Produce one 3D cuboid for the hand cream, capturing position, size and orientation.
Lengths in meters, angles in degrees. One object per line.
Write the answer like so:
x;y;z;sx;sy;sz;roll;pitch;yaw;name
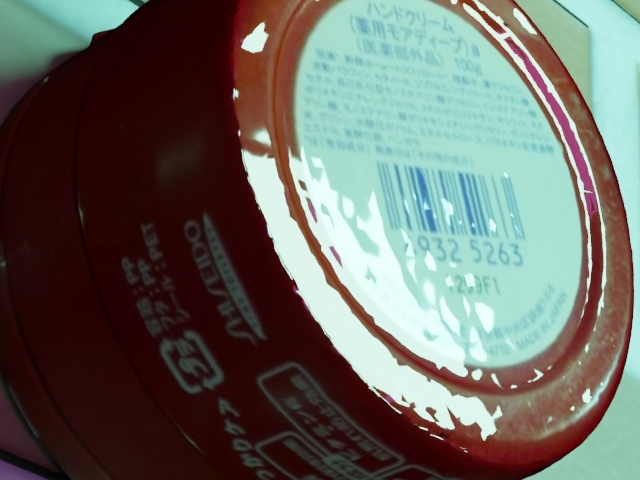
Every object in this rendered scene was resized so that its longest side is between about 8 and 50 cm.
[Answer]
0.000;0.000;0.607;0.230;0.149;0.230;21;58;-39;hand cream
